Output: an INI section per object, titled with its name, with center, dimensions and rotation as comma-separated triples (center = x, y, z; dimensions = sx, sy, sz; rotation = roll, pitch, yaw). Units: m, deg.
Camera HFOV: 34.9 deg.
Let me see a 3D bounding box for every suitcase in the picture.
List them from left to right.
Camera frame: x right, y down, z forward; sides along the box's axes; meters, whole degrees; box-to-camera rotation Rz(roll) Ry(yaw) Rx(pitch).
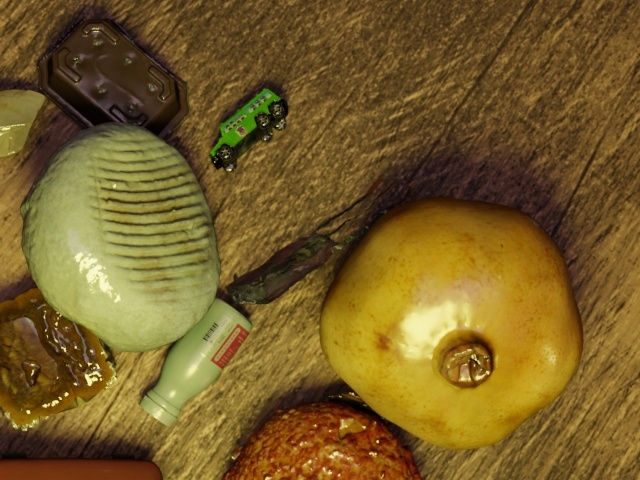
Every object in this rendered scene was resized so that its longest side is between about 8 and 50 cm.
[suitcase]
center = -0.383, 0.445, 1.525
dimensions = 0.297, 0.161, 0.236
rotation = 8, 58, -31

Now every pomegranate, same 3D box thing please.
[pomegranate]
center = 0.206, 0.134, 1.594
dimensions = 0.416, 0.416, 0.417
rotation = 1, 84, -8

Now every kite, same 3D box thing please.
[kite]
center = 0.002, 0.003, 1.690
dimensions = 0.360, 0.204, 0.022
rotation = -36, 110, -16

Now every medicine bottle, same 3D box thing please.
[medicine bottle]
center = -0.208, 0.200, 1.676
dimensions = 0.090, 0.090, 0.217
rotation = 38, 81, -3

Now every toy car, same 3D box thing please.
[toy car]
center = -0.127, -0.188, 1.742
dimensions = 0.165, 0.071, 0.062
rotation = -41, 76, -10

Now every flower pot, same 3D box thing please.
[flower pot]
center = -0.344, -0.265, 1.702
dimensions = 0.251, 0.084, 0.179
rotation = 41, 75, -3

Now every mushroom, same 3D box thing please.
[mushroom]
center = -0.572, -0.183, 1.664
dimensions = 0.247, 0.096, 0.108
rotation = -7, 110, -6

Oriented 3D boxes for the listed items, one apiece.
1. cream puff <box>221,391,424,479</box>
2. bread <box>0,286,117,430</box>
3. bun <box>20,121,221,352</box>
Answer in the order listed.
[cream puff]
center = 0.006, 0.425, 1.598
dimensions = 0.350, 0.228, 0.350
rotation = 0, 100, -1
[bread]
center = -0.447, 0.180, 1.634
dimensions = 0.192, 0.110, 0.210
rotation = -27, 88, -9
[bun]
center = -0.314, -0.003, 1.586
dimensions = 0.362, 0.211, 0.362
rotation = 25, 55, -42
